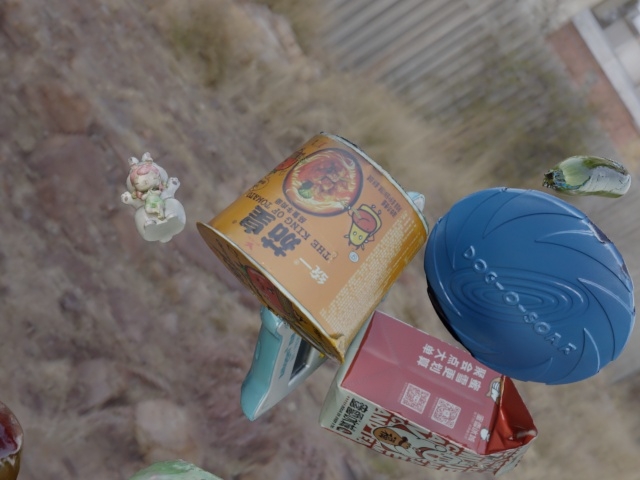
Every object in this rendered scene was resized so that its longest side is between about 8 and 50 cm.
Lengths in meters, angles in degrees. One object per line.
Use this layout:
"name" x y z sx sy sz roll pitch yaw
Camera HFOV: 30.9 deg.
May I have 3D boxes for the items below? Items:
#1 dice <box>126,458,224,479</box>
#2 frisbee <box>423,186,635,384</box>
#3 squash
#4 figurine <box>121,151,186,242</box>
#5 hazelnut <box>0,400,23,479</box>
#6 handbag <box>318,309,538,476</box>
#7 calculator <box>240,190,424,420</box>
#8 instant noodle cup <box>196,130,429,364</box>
"dice" -0.199 0.566 1.894 0.322 0.318 0.330 19 -23 31
"frisbee" 0.215 0.058 1.243 0.242 0.242 0.045 56 42 -5
"squash" 0.526 -0.125 2.293 0.331 0.087 0.087 -4 61 -50
"figurine" -0.233 -0.080 1.626 0.081 0.098 0.146 -7 64 -26
"hazelnut" -0.472 0.283 1.470 0.178 0.204 0.178 37 10 -8
"handbag" 0.163 0.242 1.670 0.298 0.171 0.151 25 60 2
"calculator" 0.026 0.073 1.587 0.054 0.256 0.386 36 46 21
"instant noodle cup" 0.000 0.000 1.231 0.216 0.172 0.216 42 -10 9
